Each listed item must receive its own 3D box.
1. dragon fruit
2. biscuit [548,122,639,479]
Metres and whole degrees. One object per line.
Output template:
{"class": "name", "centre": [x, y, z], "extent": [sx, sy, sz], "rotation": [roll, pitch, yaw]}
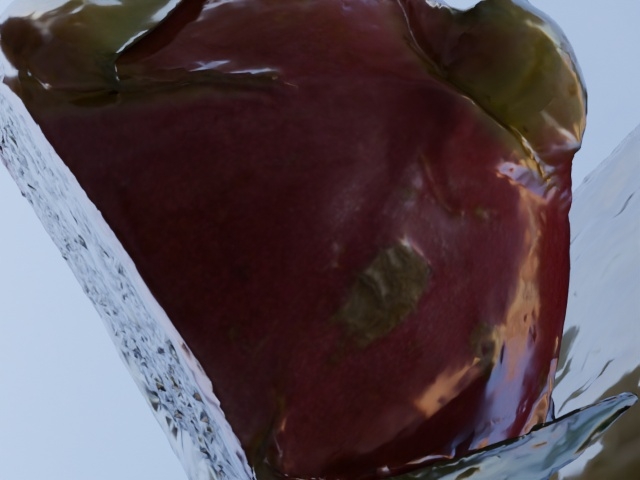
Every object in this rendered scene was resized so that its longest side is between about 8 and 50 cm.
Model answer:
{"class": "dragon fruit", "centre": [0.000, 0.000, 0.643], "extent": [0.189, 0.291, 0.291], "rotation": [-30, -106, -15]}
{"class": "biscuit", "centre": [0.177, 0.063, 0.892], "extent": [0.104, 0.429, 0.446], "rotation": [40, -83, -9]}
